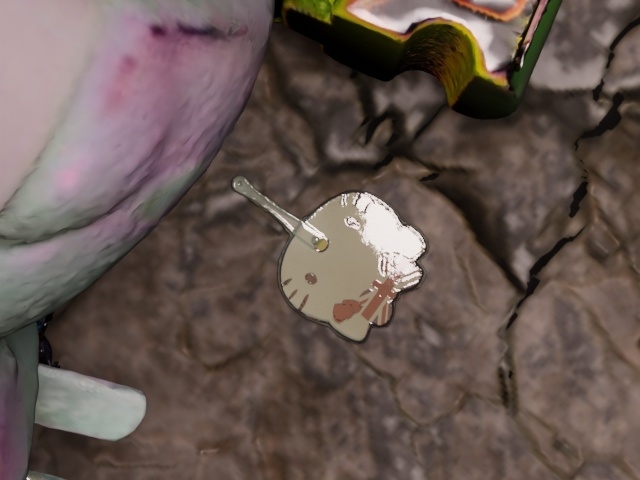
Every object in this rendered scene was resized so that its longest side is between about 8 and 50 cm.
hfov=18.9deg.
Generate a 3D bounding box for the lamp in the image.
[{"bbox_3d":[-0.129,0.006,0.569,0.247,0.247,0.301,19,123,-32],"label":"lamp"}]

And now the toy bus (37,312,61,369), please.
[{"bbox_3d":[-0.127,-0.012,0.723,0.096,0.073,0.235,28,95,10],"label":"toy bus"}]

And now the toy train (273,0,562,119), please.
[{"bbox_3d":[0.049,-0.192,0.666,0.160,0.100,0.296,21,85,-1],"label":"toy train"}]

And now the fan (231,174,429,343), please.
[{"bbox_3d":[0.000,0.000,0.745,0.083,0.004,0.056,38,95,1],"label":"fan"}]
